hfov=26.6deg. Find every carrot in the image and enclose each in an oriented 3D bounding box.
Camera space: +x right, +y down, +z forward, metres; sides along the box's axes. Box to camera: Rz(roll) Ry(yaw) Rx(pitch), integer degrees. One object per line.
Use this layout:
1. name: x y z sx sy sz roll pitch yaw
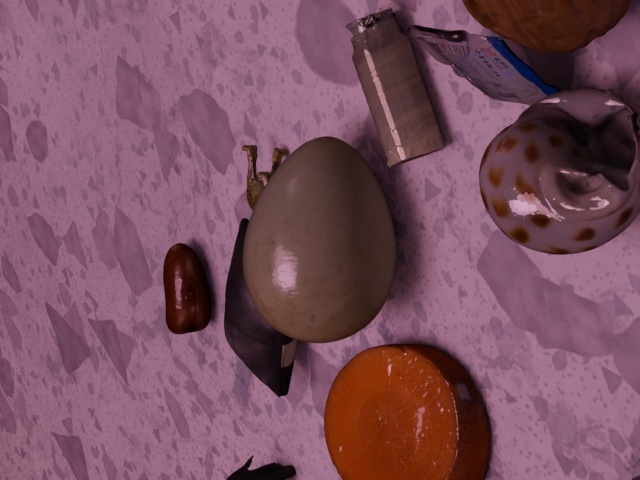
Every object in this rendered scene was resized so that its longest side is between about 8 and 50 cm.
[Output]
1. carrot: 0.131 0.275 1.991 0.307 0.100 0.258 -42 69 47

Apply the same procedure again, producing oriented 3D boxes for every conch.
1. conch: 0.273 -0.073 1.541 0.148 0.183 0.275 40 171 -40

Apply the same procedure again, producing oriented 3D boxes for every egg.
1. egg: 0.000 0.000 1.916 0.218 0.218 0.296 21 112 50

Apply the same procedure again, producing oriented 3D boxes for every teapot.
1. teapot: 0.093 -0.203 1.810 0.107 0.077 0.200 166 86 -77

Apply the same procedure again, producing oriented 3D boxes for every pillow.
1. pillow: -0.097 0.110 2.216 0.186 0.106 0.250 43 137 46

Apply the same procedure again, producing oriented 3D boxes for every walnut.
1. walnut: 0.236 -0.302 1.422 0.213 0.213 0.213 31 130 45

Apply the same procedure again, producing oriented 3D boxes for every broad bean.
1. broad bean: -0.245 0.086 2.441 0.114 0.084 0.165 -4 97 61

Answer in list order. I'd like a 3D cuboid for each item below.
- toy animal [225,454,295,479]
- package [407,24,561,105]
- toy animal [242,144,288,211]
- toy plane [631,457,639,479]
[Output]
1. toy animal: -0.098 0.504 2.378 0.114 0.146 0.245 -36 77 55
2. package: 0.205 -0.198 1.587 0.173 0.171 0.027 17 75 53
3. toy animal: -0.077 -0.059 2.083 0.181 0.073 0.136 -119 31 -63
4. toy plane: 0.442 0.347 1.545 0.244 0.117 0.245 158 90 -76
